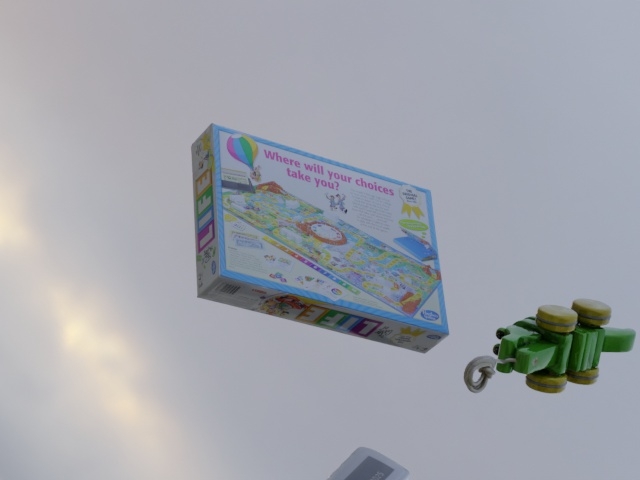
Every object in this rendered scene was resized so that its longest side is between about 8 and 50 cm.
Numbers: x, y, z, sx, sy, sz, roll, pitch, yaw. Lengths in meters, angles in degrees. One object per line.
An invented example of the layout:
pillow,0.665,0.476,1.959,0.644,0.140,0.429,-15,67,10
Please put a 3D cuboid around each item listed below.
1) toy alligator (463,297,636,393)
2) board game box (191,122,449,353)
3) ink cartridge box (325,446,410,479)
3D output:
toy alligator,0.146,0.072,1.245,0.051,0.190,0.056,22,-70,42
board game box,0.000,0.000,1.042,0.026,0.154,0.103,-42,-138,44
ink cartridge box,-0.013,0.231,1.107,0.045,0.145,0.179,29,-58,16
